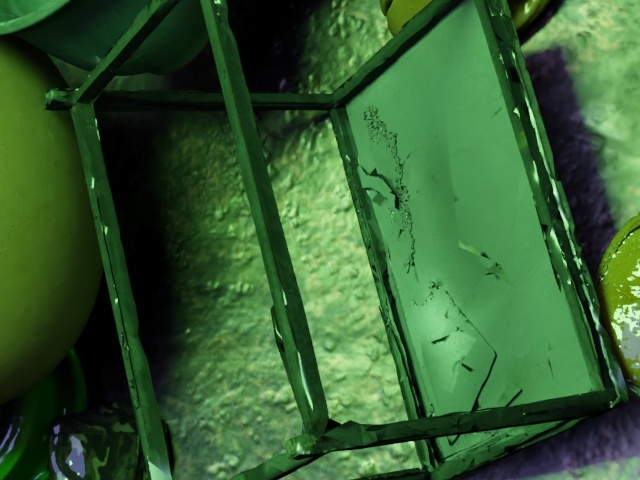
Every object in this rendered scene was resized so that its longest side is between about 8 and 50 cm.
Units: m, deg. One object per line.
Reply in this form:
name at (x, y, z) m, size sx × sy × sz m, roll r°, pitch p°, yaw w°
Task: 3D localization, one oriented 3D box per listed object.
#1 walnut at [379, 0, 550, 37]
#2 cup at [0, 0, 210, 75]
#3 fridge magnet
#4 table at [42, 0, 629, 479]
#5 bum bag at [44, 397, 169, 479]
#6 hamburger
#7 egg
walnut at (0.117, -0.249, 1.170) m, size 0.211 × 0.087 × 0.167 m, roll -46°, pitch 62°, yaw 10°
cup at (-0.150, -0.196, 1.107) m, size 0.199 × 0.150 × 0.199 m, roll -22°, pitch 50°, yaw 28°
fridge magnet at (-0.296, 0.149, 1.278) m, size 0.208 × 0.088 × 0.208 m, roll -5°, pitch 73°, yaw 19°
table at (0.000, 0.000, 1.034) m, size 0.222 × 0.272 × 0.335 m, roll -36°, pitch 64°, yaw 50°
bum bag at (-0.188, 0.250, 1.210) m, size 0.069 × 0.102 × 0.248 m, roll -1°, pitch 78°, yaw 48°
hamburger at (0.274, 0.053, 1.038) m, size 0.177 × 0.113 × 0.186 m, roll -20°, pitch 81°, yaw 14°
egg at (-0.322, -0.039, 1.156) m, size 0.301 × 0.301 × 0.374 m, roll -33°, pitch 77°, yaw 15°
